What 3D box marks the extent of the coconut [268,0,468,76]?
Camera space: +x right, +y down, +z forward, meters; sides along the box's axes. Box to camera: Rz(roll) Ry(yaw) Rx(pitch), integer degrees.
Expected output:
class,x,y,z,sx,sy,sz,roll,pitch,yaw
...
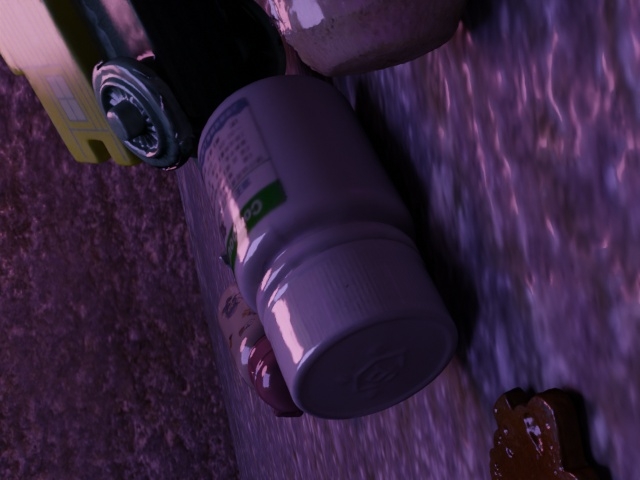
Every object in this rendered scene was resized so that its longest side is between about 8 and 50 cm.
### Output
class,x,y,z,sx,sy,sz,roll,pitch,yaw
coconut,0.017,-0.152,0.428,0.110,0.110,0.125,169,85,-77

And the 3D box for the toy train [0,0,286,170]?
class,x,y,z,sx,sy,sz,roll,pitch,yaw
toy train,-0.205,-0.246,0.711,0.272,0.179,0.442,9,132,45

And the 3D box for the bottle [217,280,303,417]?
class,x,y,z,sx,sy,sz,roll,pitch,yaw
bottle,-0.055,0.127,1.010,0.233,0.109,0.110,-133,32,-66

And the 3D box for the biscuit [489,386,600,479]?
class,x,y,z,sx,sy,sz,roll,pitch,yaw
biscuit,0.127,0.141,0.442,0.119,0.019,0.130,99,155,-58

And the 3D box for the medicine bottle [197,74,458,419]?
class,x,y,z,sx,sy,sz,roll,pitch,yaw
medicine bottle,0.000,0.000,0.598,0.139,0.139,0.237,92,160,-49

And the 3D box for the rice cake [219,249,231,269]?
class,x,y,z,sx,sy,sz,roll,pitch,yaw
rice cake,-0.022,0.057,0.757,0.034,0.043,0.211,37,170,47
